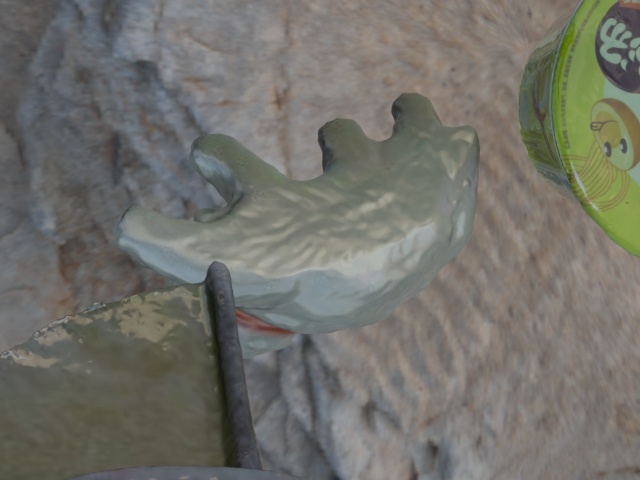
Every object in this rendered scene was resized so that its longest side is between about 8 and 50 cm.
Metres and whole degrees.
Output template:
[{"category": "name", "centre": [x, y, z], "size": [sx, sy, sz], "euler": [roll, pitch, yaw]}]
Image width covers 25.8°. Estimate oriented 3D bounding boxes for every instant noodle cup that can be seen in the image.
[{"category": "instant noodle cup", "centre": [0.329, -0.133, 1.326], "size": [0.311, 0.221, 0.311], "euler": [-1, 95, -9]}]

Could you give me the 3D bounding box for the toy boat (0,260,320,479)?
[{"category": "toy boat", "centre": [-0.126, 0.145, 0.880], "size": [0.276, 0.293, 0.111], "euler": [-12, 126, -27]}]

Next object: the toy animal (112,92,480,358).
[{"category": "toy animal", "centre": [0.000, 0.000, 1.292], "size": [0.266, 0.308, 0.188], "euler": [16, 134, 18]}]
